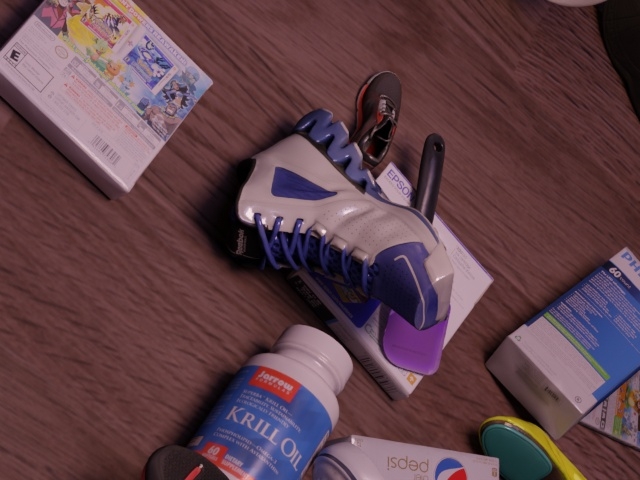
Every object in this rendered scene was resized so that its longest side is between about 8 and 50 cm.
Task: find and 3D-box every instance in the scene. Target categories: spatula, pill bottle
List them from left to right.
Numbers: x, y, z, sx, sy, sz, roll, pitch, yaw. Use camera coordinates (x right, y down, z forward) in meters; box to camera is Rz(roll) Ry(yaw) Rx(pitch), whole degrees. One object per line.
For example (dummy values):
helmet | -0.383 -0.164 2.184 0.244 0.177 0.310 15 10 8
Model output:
pill bottle | -0.056 0.200 1.692 0.124 0.124 0.221 44 56 -16
spatula | 0.122 0.009 1.874 0.084 0.030 0.296 17 68 -27

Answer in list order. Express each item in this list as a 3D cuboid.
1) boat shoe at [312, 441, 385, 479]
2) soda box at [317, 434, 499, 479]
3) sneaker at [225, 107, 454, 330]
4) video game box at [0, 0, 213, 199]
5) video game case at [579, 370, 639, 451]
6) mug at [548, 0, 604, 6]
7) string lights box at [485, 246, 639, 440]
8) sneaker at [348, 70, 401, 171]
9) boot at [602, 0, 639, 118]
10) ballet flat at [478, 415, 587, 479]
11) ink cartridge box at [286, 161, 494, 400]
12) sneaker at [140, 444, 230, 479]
boat shoe | 0.016 0.404 1.665 0.156 0.136 0.367 -18 107 -29
soda box | 0.103 0.275 1.810 0.216 0.074 0.069 13 69 -32
sneaker | -0.001 -0.001 1.754 0.182 0.127 0.315 -25 54 -20
video game box | -0.244 -0.179 1.722 0.205 0.048 0.187 45 58 -16
video game case | 0.392 0.204 2.071 0.166 0.015 0.119 26 62 -26
mug | 0.266 -0.462 1.986 0.276 0.328 0.374 -43 102 -35
string lights box | 0.347 0.127 1.998 0.259 0.077 0.133 -31 72 -37
sneaker | 0.077 -0.144 1.923 0.061 0.065 0.158 31 61 -24
boot | 0.503 -0.278 2.251 0.178 0.085 0.236 -27 98 -39
ballet flat | 0.277 0.282 1.941 0.231 0.077 0.077 46 34 -18
ink cartridge box | 0.087 0.047 1.885 0.206 0.045 0.208 49 57 -13
sneaker | -0.130 0.361 1.578 0.116 0.136 0.314 -32 103 -55
